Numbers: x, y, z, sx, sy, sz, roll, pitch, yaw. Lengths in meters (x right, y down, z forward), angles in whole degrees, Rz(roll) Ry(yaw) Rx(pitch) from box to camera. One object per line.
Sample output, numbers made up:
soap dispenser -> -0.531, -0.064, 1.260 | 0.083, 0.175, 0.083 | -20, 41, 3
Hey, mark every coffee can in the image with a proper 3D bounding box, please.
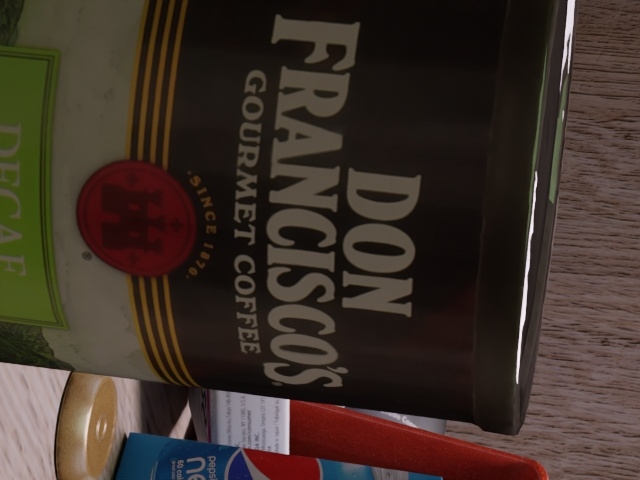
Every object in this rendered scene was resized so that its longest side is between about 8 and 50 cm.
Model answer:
coffee can -> -0.052, -0.046, 0.624 | 0.201, 0.275, 0.201 | 6, 90, -80

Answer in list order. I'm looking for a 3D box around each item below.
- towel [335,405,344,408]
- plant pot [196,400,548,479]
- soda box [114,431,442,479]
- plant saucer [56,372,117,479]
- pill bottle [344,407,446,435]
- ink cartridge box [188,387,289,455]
towel -> -0.017, 0.149, 1.452 | 0.113, 0.023, 0.152 | -32, 165, -26
plant pot -> 0.004, 0.306, 1.304 | 0.267, 0.267, 0.236 | -73, 177, -46
soda box -> -0.028, 0.182, 1.106 | 0.071, 0.210, 0.067 | 84, 15, -52
plant saucer -> -0.136, 0.110, 1.009 | 0.083, 0.015, 0.083 | 7, 90, -80
pill bottle -> 0.034, 0.200, 1.623 | 0.161, 0.161, 0.283 | 86, 14, -48
ink cartridge box -> -0.070, 0.005, 1.209 | 0.239, 0.060, 0.275 | -116, -157, -57
